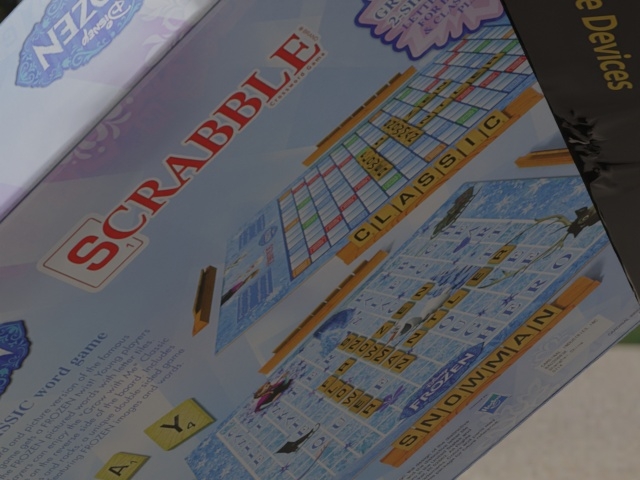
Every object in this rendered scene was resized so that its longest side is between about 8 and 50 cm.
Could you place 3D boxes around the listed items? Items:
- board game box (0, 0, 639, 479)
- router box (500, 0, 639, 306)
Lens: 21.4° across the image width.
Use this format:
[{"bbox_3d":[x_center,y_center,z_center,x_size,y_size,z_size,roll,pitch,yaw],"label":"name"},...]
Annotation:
[{"bbox_3d":[0.000,0.000,0.629,0.318,0.066,0.318,-43,-37,16],"label":"board game box"},{"bbox_3d":[0.173,-0.063,0.371,0.243,0.081,0.309,-5,-25,20],"label":"router box"}]
